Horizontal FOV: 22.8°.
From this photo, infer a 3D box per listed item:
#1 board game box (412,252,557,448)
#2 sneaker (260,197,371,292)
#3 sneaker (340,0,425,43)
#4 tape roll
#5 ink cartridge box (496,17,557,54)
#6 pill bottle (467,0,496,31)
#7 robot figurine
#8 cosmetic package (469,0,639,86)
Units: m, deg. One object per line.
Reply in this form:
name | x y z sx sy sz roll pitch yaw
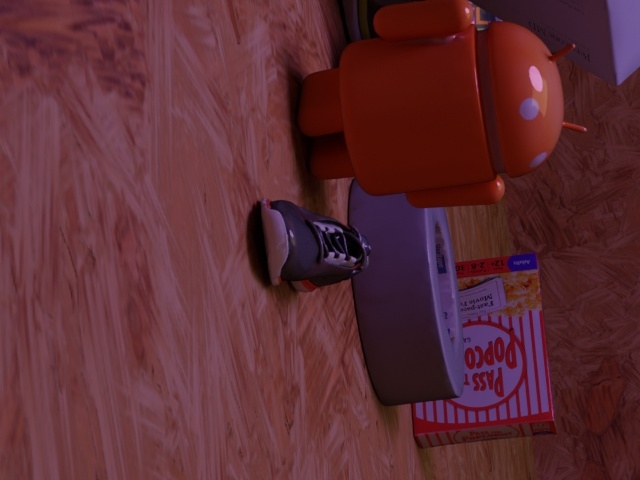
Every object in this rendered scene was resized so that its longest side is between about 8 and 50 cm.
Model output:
board game box | 0.168 0.116 1.680 0.045 0.147 0.193 63 21 -61
sneaker | 0.000 0.000 1.088 0.158 0.065 0.061 23 60 -78
sneaker | 0.079 -0.261 1.543 0.300 0.121 0.111 71 17 -46
tape roll | 0.083 0.043 1.486 0.219 0.072 0.219 -8 90 -80
ink cartridge box | 0.237 -0.294 1.984 0.207 0.283 0.117 3 83 -79
pill bottle | 0.135 -0.262 1.829 0.130 0.130 0.245 -2 84 -79
robot figurine | 0.094 -0.105 1.244 0.128 0.219 0.158 5 79 -80
cosmetic package | 0.163 -0.348 1.537 0.377 0.097 0.284 38 -21 35
